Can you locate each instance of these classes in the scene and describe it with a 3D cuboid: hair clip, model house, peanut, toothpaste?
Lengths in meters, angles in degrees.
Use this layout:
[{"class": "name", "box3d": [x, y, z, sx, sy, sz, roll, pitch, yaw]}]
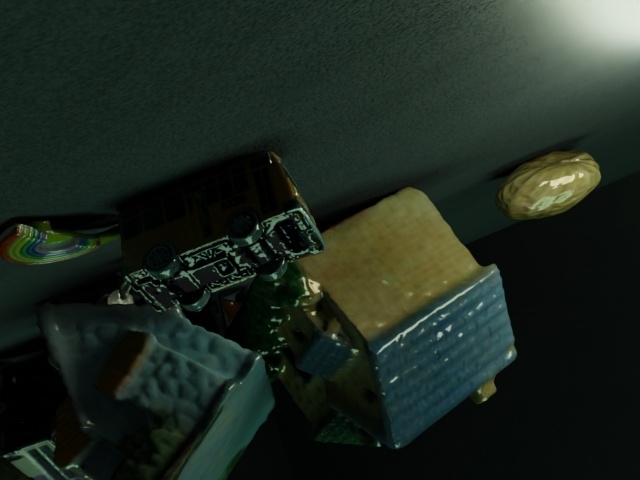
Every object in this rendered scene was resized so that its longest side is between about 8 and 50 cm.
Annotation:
[{"class": "hair clip", "box3d": [-0.238, 0.001, 0.899, 0.060, 0.033, 0.188, -23, 173, 24]}, {"class": "model house", "box3d": [-0.285, 0.229, 1.375, 0.297, 0.339, 0.360, -55, 167, -16]}, {"class": "model house", "box3d": [0.074, 0.181, 1.526, 0.334, 0.342, 0.382, -30, 166, -34]}, {"class": "peanut", "box3d": [0.417, -0.099, 1.776, 0.197, 0.110, 0.233, -21, 172, 6]}, {"class": "toothpaste", "box3d": [-0.359, 0.117, 1.467, 0.071, 0.045, 0.193, -2, 168, -42]}]

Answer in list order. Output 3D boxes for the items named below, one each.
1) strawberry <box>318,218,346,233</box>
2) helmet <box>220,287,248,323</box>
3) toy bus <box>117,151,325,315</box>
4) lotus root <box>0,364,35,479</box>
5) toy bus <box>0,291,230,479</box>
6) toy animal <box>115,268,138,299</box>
[{"class": "strawberry", "box3d": [0.001, 0.003, 1.607, 0.152, 0.048, 0.104, -22, 171, -16]}, {"class": "helmet", "box3d": [-0.223, 0.206, 2.096, 0.189, 0.193, 0.216, -20, 145, 10]}, {"class": "toy bus", "box3d": [-0.096, -0.009, 0.924, 0.182, 0.103, 0.091, -21, 144, 8]}, {"class": "lotus root", "box3d": [-0.657, 0.423, 1.803, 0.250, 0.346, 0.250, -13, 170, -2]}, {"class": "toy bus", "box3d": [-0.353, 0.289, 1.754, 0.440, 0.209, 0.249, -20, 139, 0]}, {"class": "toy animal", "box3d": [-0.174, 0.040, 1.278, 0.176, 0.073, 0.217, -14, 178, -3]}]
